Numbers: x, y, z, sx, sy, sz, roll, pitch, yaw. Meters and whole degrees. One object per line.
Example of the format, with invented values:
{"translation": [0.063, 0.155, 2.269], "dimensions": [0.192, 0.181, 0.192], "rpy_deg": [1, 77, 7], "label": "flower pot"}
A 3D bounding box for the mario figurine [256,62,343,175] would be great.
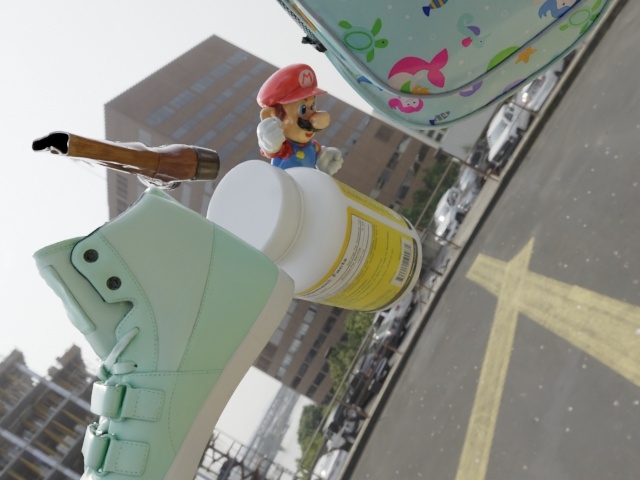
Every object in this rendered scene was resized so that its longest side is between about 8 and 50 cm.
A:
{"translation": [-0.032, -0.167, 0.971], "dimensions": [0.198, 0.170, 0.320], "rpy_deg": [-96, 7, -60], "label": "mario figurine"}

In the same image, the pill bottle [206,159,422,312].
{"translation": [0.000, 0.000, 0.783], "dimensions": [0.334, 0.188, 0.187], "rpy_deg": [21, -81, -49], "label": "pill bottle"}

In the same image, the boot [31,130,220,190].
{"translation": [-0.371, -0.141, 0.941], "dimensions": [0.281, 0.264, 0.096], "rpy_deg": [-1, -79, -44], "label": "boot"}

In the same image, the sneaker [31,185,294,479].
{"translation": [-0.137, 0.084, 0.319], "dimensions": [0.094, 0.151, 0.255], "rpy_deg": [-21, 34, 54], "label": "sneaker"}

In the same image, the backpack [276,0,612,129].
{"translation": [0.078, -0.205, 0.352], "dimensions": [0.225, 0.253, 0.191], "rpy_deg": [-33, 39, 20], "label": "backpack"}
